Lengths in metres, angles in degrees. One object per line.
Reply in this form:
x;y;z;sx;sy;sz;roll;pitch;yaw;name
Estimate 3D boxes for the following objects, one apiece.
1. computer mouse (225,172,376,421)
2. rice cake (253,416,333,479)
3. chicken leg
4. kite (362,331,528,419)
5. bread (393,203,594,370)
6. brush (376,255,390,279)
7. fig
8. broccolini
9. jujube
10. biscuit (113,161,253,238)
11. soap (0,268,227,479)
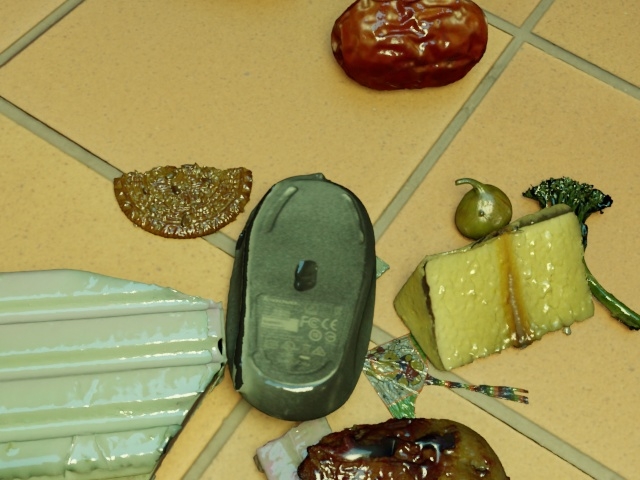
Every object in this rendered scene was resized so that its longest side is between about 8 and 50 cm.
-0.026;0.076;1.121;0.203;0.114;0.374;9;53;1;computer mouse
0.014;0.358;0.989;0.106;0.050;0.298;-17;63;-18;rice cake
0.131;0.294;1.000;0.322;0.083;0.177;4;61;-20;chicken leg
0.163;0.193;1.133;0.244;0.006;0.198;14;58;2;kite
0.242;0.055;1.173;0.266;0.178;0.142;-18;29;-22;bread
0.000;0.000;1.230;0.205;0.011;0.083;40;63;18;brush
0.241;-0.052;1.240;0.084;0.098;0.082;1;38;16;fig
0.418;0.012;1.250;0.123;0.062;0.271;-22;64;-8;broccolini
0.143;-0.327;1.354;0.250;0.174;0.174;-9;60;-8;jujube
-0.197;-0.059;1.232;0.206;0.025;0.126;-6;60;-10;biscuit
-0.333;0.176;0.996;0.446;0.156;0.261;-5;59;-10;soap
